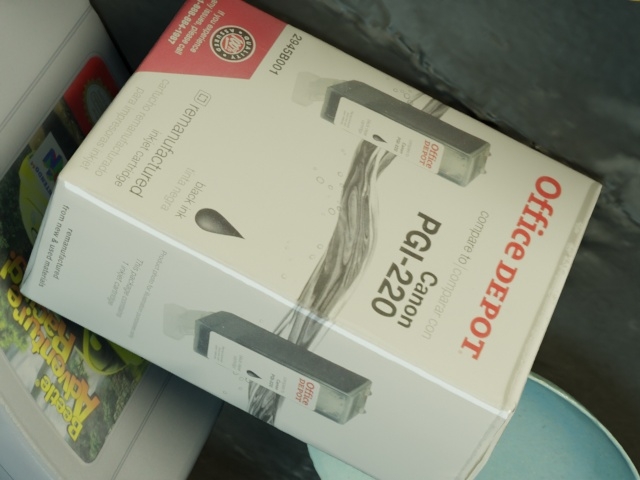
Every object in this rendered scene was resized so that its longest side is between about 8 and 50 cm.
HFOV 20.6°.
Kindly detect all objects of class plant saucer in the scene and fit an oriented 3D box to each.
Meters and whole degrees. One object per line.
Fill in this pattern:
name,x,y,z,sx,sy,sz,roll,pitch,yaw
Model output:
plant saucer,0.087,0.117,0.961,0.195,0.037,0.195,15,137,15

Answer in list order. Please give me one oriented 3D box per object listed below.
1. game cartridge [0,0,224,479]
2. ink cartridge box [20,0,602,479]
game cartridge,-0.132,0.012,0.859,0.060,0.196,0.294,-3,130,32
ink cartridge box,0.000,0.000,0.802,0.218,0.158,0.092,28,138,0
